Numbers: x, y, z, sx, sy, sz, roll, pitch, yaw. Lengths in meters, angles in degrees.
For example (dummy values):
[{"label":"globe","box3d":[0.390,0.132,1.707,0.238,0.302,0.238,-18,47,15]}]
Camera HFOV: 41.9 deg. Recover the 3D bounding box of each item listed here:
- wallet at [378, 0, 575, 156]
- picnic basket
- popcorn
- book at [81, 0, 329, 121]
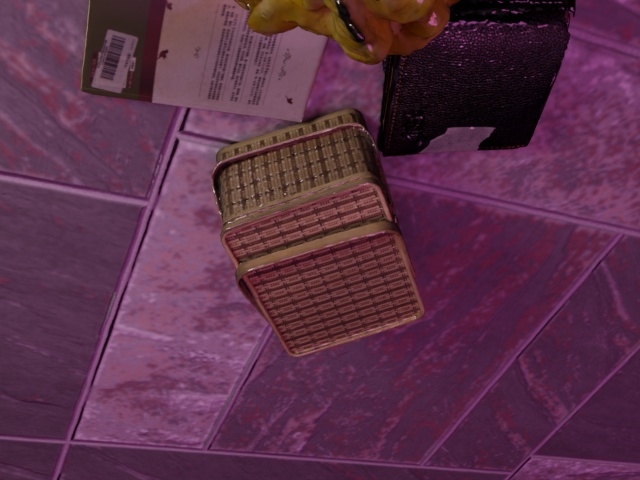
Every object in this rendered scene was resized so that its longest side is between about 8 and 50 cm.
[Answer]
[{"label":"wallet","box3d":[0.192,-0.209,1.083,0.220,0.071,0.262,-6,143,-8]},{"label":"picnic basket","box3d":[0.000,0.000,1.171,0.228,0.175,0.313,-17,136,6]},{"label":"popcorn","box3d":[0.012,-0.301,0.834,0.286,0.252,0.215,37,78,-25]},{"label":"book","box3d":[-0.132,-0.239,1.003,0.289,0.026,0.201,6,134,-18]}]
